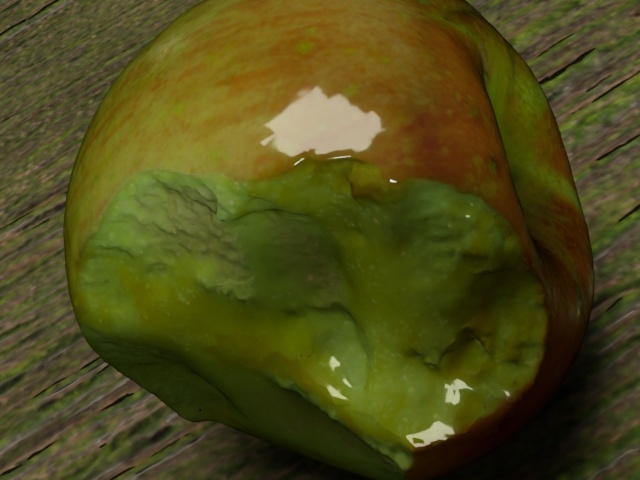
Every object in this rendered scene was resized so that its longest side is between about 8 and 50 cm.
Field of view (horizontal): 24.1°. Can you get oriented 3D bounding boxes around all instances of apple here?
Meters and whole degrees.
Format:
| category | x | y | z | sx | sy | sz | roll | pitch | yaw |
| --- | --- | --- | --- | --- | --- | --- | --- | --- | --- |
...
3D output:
| category | x | y | z | sx | sy | sz | roll | pitch | yaw |
| --- | --- | --- | --- | --- | --- | --- | --- | --- | --- |
| apple | 0.000 | 0.000 | 0.696 | 0.226 | 0.246 | 0.246 | -20 | 35 | 23 |
